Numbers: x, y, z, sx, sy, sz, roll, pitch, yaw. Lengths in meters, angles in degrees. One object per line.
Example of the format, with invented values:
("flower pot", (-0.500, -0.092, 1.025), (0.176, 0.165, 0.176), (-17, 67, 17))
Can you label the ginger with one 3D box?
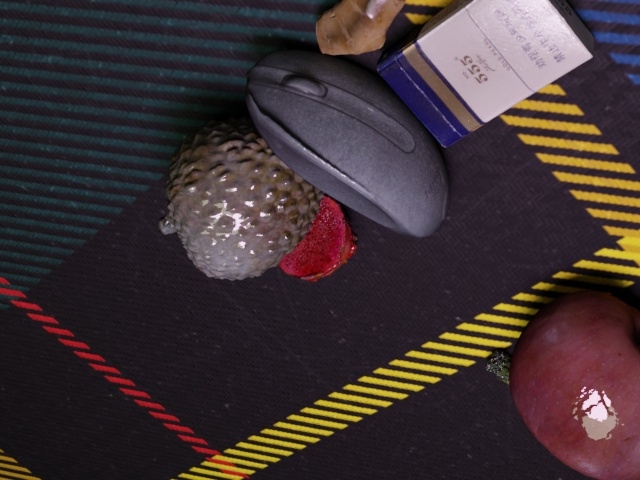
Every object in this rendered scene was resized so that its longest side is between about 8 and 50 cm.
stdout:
("ginger", (0.057, -0.319, 1.370), (0.095, 0.069, 0.190), (53, 132, 15))

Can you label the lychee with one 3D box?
("lychee", (-0.121, -0.067, 1.514), (0.274, 0.255, 0.255), (-20, 124, -4))

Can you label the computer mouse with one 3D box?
("computer mouse", (0.060, -0.148, 1.428), (0.374, 0.203, 0.114), (34, 147, -20))

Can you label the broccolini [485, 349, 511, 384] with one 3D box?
("broccolini", (0.384, 0.274, 1.760), (0.239, 0.051, 0.054), (39, 123, -22))

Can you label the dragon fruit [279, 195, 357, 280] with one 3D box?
("dragon fruit", (0.000, 0.000, 1.632), (0.153, 0.153, 0.111), (-16, 161, 28))

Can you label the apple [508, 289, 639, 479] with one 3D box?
("apple", (0.451, 0.225, 1.545), (0.306, 0.305, 0.235), (33, 121, -9))

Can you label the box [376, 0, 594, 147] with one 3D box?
("box", (0.225, -0.257, 1.362), (0.259, 0.071, 0.168), (-30, 113, 35))
